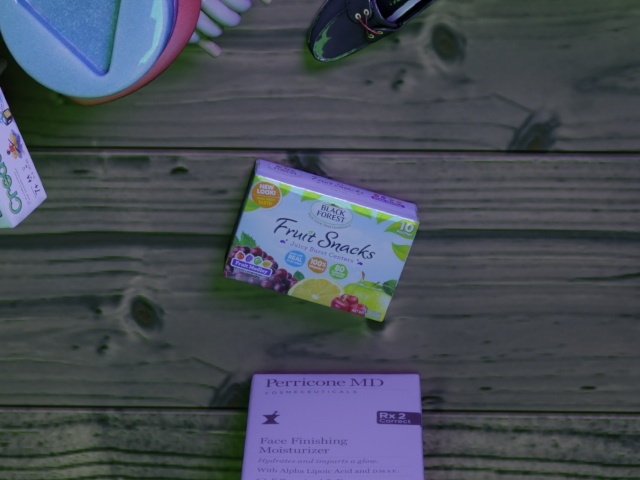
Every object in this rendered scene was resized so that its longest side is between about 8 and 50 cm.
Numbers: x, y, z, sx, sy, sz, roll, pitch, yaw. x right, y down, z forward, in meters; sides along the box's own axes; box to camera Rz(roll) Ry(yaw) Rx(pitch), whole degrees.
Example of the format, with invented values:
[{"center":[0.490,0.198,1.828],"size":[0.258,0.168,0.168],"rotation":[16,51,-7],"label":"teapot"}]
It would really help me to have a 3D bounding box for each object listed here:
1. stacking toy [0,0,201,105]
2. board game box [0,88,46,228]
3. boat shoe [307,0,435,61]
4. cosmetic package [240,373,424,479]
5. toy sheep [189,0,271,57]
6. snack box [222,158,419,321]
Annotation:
[{"center":[-0.258,-0.216,1.446],"size":[0.279,0.130,0.309],"rotation":[-26,98,20],"label":"stacking toy"},{"center":[-0.370,-0.098,1.523],"size":[0.305,0.053,0.193],"rotation":[-2,121,34],"label":"board game box"},{"center":[0.042,-0.182,1.553],"size":[0.133,0.042,0.049],"rotation":[-35,113,19],"label":"boat shoe"},{"center":[0.012,0.221,1.679],"size":[0.151,0.184,0.151],"rotation":[0,118,1],"label":"cosmetic package"},{"center":[-0.089,-0.196,1.525],"size":[0.091,0.091,0.132],"rotation":[40,97,-18],"label":"toy sheep"},{"center":[0.000,0.000,1.648],"size":[0.141,0.037,0.100],"rotation":[16,115,-7],"label":"snack box"}]
